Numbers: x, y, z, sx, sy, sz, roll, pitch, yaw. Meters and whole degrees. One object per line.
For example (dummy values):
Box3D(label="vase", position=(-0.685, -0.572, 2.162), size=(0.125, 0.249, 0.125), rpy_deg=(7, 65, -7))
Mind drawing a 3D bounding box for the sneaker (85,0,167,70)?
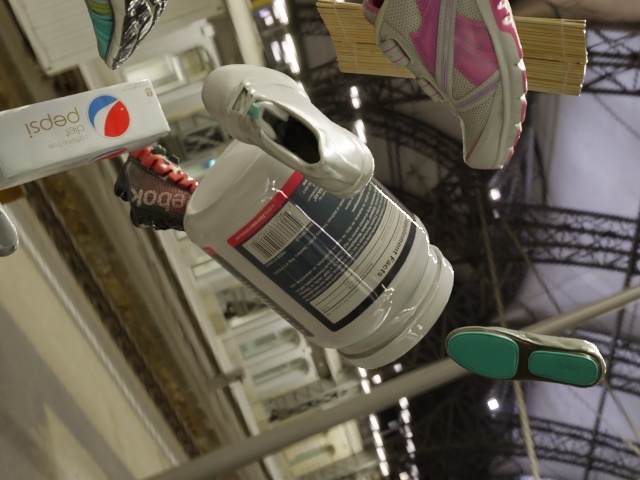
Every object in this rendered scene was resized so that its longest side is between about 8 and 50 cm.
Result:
Box3D(label="sneaker", position=(-0.251, -0.313, 1.062), size=(0.110, 0.107, 0.275), rpy_deg=(31, -27, 6))

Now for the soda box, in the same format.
Box3D(label="soda box", position=(-0.289, -0.124, 1.031), size=(0.069, 0.216, 0.074), rpy_deg=(-20, -88, 53))

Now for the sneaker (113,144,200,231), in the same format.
Box3D(label="sneaker", position=(-0.235, -0.054, 1.469), size=(0.276, 0.135, 0.097), rpy_deg=(35, -1, 20))

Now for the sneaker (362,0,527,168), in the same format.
Box3D(label="sneaker", position=(0.094, -0.167, 0.688), size=(0.103, 0.111, 0.252), rpy_deg=(-78, 155, -59))

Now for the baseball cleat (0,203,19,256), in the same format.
Box3D(label="baseball cleat", position=(-0.477, -0.068, 1.185), size=(0.206, 0.072, 0.109), rpy_deg=(48, -33, -4))

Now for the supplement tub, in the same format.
Box3D(label="supplement tub", position=(0.000, 0.000, 1.008), size=(0.272, 0.191, 0.191), rpy_deg=(42, 4, -20))

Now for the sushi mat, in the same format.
Box3D(label="sushi mat", position=(0.160, -0.233, 1.077), size=(0.151, 0.317, 0.019), rpy_deg=(65, 37, -64))

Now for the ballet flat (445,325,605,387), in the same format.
Box3D(label="ballet flat", position=(0.279, 0.156, 1.217), size=(0.068, 0.213, 0.072), rpy_deg=(-40, 138, -69))

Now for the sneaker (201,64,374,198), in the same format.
Box3D(label="sneaker", position=(-0.047, -0.117, 0.836), size=(0.212, 0.080, 0.094), rpy_deg=(34, 10, 29))
